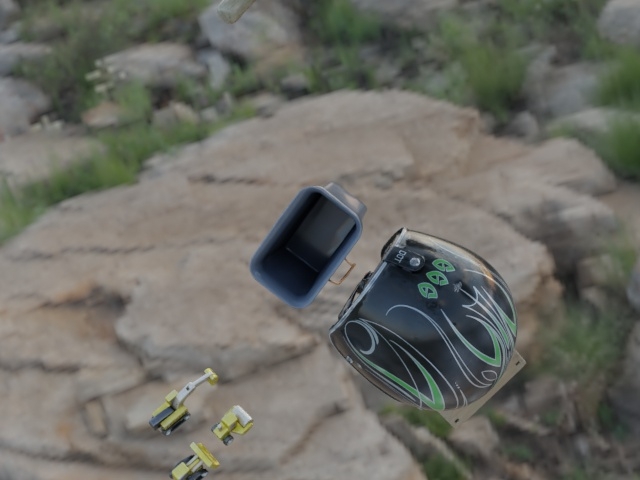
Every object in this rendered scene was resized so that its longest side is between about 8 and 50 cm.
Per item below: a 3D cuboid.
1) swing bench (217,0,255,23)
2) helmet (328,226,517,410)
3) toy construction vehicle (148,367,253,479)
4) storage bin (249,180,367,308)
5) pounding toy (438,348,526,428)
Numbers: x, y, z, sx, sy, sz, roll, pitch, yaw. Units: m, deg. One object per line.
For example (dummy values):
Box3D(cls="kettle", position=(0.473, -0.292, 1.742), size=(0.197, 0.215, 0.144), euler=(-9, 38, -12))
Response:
Box3D(cls="swing bench", position=(-0.020, -0.348, 1.165), size=(0.165, 0.253, 0.255), euler=(-9, 38, 24))
Box3D(cls="helmet", position=(0.108, 0.082, 1.462), size=(0.169, 0.161, 0.169), euler=(-55, 2, 2))
Box3D(cls="toy construction vehicle", position=(-0.122, 0.183, 1.505), size=(0.098, 0.035, 0.086), euler=(-38, 64, -11))
Box3D(cls="storage bin", position=(0.000, 0.000, 1.740), size=(0.135, 0.098, 0.091), euler=(-54, -4, 23))
Box3D(cls="pounding toy", position=(0.157, 0.123, 1.761), size=(0.130, 0.100, 0.141), euler=(-43, 43, 0))
